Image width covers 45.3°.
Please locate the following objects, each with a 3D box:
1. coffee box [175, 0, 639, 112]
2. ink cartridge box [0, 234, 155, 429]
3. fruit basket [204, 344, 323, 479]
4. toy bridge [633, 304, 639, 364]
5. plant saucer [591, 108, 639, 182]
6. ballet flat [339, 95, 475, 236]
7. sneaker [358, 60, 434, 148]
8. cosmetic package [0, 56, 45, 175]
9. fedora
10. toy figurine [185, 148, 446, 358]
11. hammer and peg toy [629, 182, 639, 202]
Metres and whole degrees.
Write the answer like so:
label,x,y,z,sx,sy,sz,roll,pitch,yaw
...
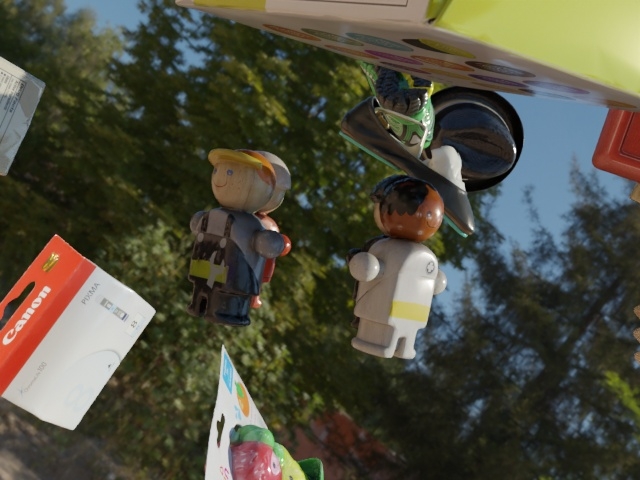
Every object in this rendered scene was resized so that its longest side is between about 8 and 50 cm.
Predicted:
label,x,y,z,sx,sy,sz,roll,pitch,yaw
coffee box,0.130,-0.305,0.606,0.337,0.338,0.334,5,13,-38
ink cartridge box,-0.502,0.194,1.511,0.091,0.308,0.385,30,-15,17
fruit basket,-0.077,0.377,1.116,0.327,0.165,0.353,-92,169,-59
toy bridge,0.646,0.199,1.513,0.026,0.188,0.063,-36,-80,33
plant saucer,0.497,-0.168,0.959,0.259,0.047,0.259,25,-63,27
ballet flat,0.152,-0.127,1.199,0.280,0.096,0.095,41,12,11
sneaker,0.152,-0.299,1.539,0.344,0.134,0.146,-91,170,-52
cosmetic package,-0.543,-0.214,1.011,0.129,0.153,0.296,11,-14,40
fedora,0.409,-0.263,2.080,0.334,0.334,0.152,47,7,-18
toy figurine,0.000,0.000,0.639,0.213,0.148,0.209,12,0,2
hammer and peg toy,0.858,-0.068,1.626,0.361,0.127,0.266,29,16,20
